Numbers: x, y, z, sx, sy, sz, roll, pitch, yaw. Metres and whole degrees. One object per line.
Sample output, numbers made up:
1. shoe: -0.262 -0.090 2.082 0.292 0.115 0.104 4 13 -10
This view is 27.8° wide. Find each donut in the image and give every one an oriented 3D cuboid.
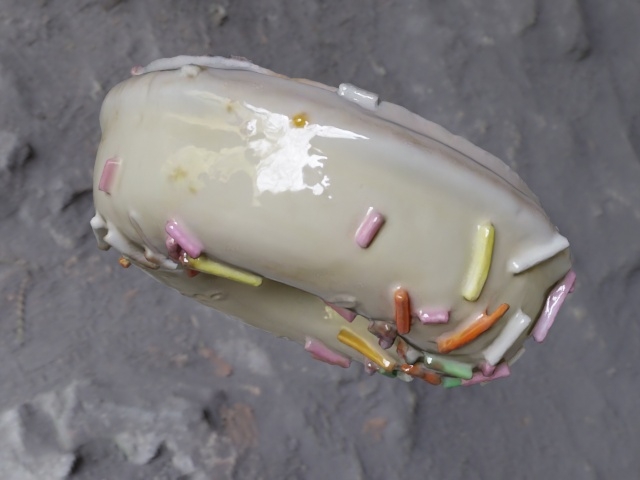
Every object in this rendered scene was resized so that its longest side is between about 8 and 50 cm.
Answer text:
1. donut: 0.000 0.000 0.972 0.383 0.383 0.142 30 75 -37
